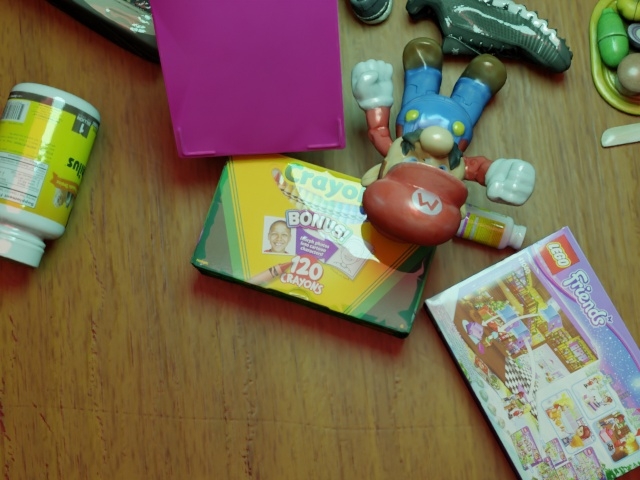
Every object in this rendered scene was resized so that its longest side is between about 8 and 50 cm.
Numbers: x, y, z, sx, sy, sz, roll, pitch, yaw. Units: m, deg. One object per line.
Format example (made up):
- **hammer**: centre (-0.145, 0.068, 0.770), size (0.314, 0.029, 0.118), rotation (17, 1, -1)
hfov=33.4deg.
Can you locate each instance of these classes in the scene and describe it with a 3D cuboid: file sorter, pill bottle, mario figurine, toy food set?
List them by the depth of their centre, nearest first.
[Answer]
- **mario figurine**: centre (0.140, -0.131, 1.235), size (0.198, 0.170, 0.320), rotation (-12, 39, 27)
- **file sorter**: centre (-0.081, -0.270, 1.251), size (0.202, 0.290, 0.182), rotation (-4, 42, 1)
- **pill bottle**: centre (-0.359, -0.079, 1.329), size (0.117, 0.117, 0.215), rotation (16, 81, 5)
- **pill bottle**: centre (0.213, -0.015, 1.335), size (0.083, 0.043, 0.043), rotation (18, 81, 5)
- **toy food set**: centre (0.414, -0.234, 1.354), size (0.128, 0.071, 0.217), rotation (-2, 80, 2)

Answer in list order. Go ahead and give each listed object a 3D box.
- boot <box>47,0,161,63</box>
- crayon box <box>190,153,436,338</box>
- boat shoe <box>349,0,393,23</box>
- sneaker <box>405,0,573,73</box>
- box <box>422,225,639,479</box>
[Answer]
- **boot**: centre (-0.283, -0.440, 1.381), size (0.377, 0.138, 0.284), rotation (34, 84, 4)
- **crayon box**: centre (0.000, 0.000, 1.321), size (0.278, 0.081, 0.165), rotation (17, 81, 5)
- **boat shoe**: centre (0.052, -0.388, 1.389), size (0.075, 0.065, 0.206), rotation (-11, 80, 22)
- **sneaker**: centre (0.208, -0.267, 1.368), size (0.234, 0.078, 0.106), rotation (37, 88, 10)
- **box**: centre (0.281, 0.157, 1.295), size (0.201, 0.057, 0.293), rotation (-27, 80, -2)
